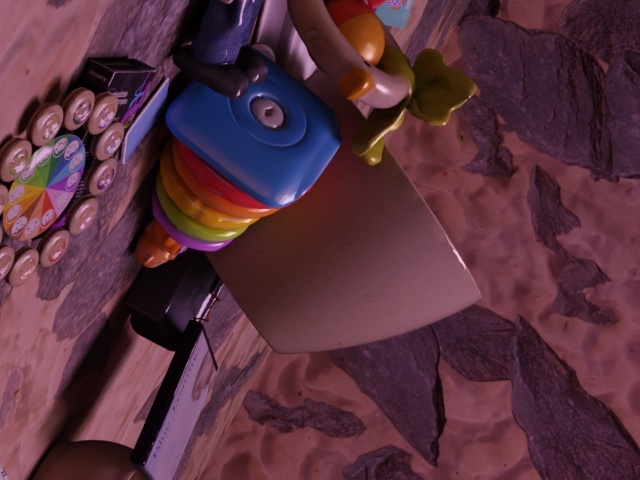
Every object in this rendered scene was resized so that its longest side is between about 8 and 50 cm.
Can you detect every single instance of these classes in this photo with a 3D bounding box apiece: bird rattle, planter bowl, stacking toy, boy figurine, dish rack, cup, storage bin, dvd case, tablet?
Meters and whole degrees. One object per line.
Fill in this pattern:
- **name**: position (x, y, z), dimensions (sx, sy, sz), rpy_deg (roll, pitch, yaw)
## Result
- **bird rattle**: position (0.042, -0.217, 1.725), dimensions (0.143, 0.253, 0.207), rpy_deg (-29, 169, 23)
- **planter bowl**: position (-0.294, 0.310, 2.039), dimensions (0.162, 0.109, 0.162), rpy_deg (-61, 174, -10)
- **stacking toy**: position (-0.124, -0.052, 1.793), dimensions (0.302, 0.166, 0.175), rpy_deg (-47, -173, 44)
- **boy figurine**: position (-0.043, -0.281, 1.575), dimensions (0.285, 0.092, 0.177), rpy_deg (-61, 172, 27)
- **dish rack**: position (0.013, -0.313, 1.985), dimensions (0.285, 0.072, 0.333), rpy_deg (-56, 171, -34)
- **cup**: position (0.000, 0.000, 1.949), dimensions (0.237, 0.331, 0.331), rpy_deg (-35, 173, 0)
- **storage bin**: position (-0.175, 0.058, 2.016), dimensions (0.135, 0.098, 0.091), rpy_deg (-60, 163, -11)
- **dvd case**: position (-0.175, 0.208, 2.032), dimensions (0.253, 0.022, 0.180), rpy_deg (87, 25, -74)
- **tablet**: position (-0.172, -0.118, 1.625), dimensions (0.083, 0.006, 0.054), rpy_deg (-59, 173, -31)

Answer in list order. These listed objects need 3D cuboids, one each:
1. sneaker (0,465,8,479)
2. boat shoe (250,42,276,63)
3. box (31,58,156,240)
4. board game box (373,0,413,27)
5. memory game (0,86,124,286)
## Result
- **sneaker**: position (-0.329, 0.251, 1.621), dimensions (0.085, 0.086, 0.237), rpy_deg (-57, 171, -26)
- **boat shoe**: position (-0.085, -0.179, 1.917), dimensions (0.142, 0.049, 0.040), rpy_deg (109, -22, -47)
- **box**: position (-0.203, -0.081, 1.433), dimensions (0.162, 0.029, 0.116), rpy_deg (-61, 173, 11)
- **board game box**: position (0.110, -0.405, 2.136), dimensions (0.160, 0.047, 0.210), rpy_deg (107, -9, -60)
- **memory game**: position (-0.221, -0.041, 1.352), dimensions (0.186, 0.012, 0.186), rpy_deg (-49, 158, -27)
